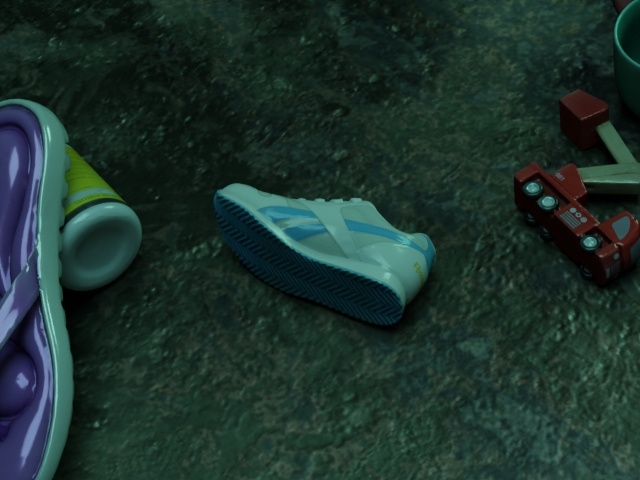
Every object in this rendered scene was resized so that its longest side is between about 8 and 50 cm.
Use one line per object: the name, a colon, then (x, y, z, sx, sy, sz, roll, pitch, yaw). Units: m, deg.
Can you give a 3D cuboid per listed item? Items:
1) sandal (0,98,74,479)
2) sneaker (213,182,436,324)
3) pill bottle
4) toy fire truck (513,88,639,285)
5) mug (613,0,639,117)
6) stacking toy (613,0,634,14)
sandal: (-0.320, 0.055, 1.408, 0.169, 0.102, 0.416, -17, 63, 28)
sneaker: (0.000, 0.000, 1.469, 0.229, 0.087, 0.092, 25, 53, 21)
pill bottle: (-0.268, -0.038, 1.538, 0.103, 0.103, 0.184, -35, 53, -16)
toy fire truck: (0.263, -0.054, 1.473, 0.135, 0.047, 0.192, -30, 52, -15)
mug: (0.367, -0.167, 1.512, 0.129, 0.097, 0.158, -36, 53, -18)
stacking toy: (0.460, -0.350, 1.623, 0.309, 0.130, 0.279, -7, 50, 6)
